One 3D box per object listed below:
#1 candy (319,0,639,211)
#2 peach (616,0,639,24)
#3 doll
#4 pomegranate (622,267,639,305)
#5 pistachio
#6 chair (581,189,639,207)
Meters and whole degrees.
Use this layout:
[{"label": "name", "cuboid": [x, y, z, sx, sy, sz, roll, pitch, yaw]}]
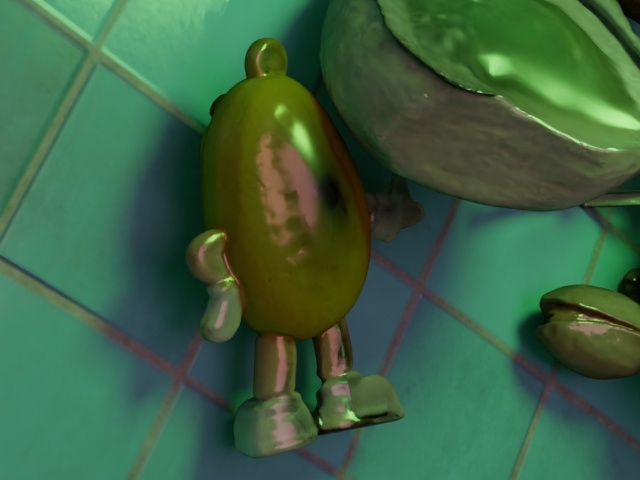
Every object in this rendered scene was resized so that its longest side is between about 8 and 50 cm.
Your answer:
[{"label": "candy", "cuboid": [0.181, -0.200, 1.462, 0.386, 0.186, 0.427, 5, 45, -15]}, {"label": "peach", "cuboid": [0.458, -0.396, 1.730, 0.232, 0.232, 0.257, -10, 94, -36]}, {"label": "doll", "cuboid": [-0.011, 0.033, 1.402, 0.348, 0.161, 0.423, 27, 70, -44]}, {"label": "pomegranate", "cuboid": [0.610, 0.069, 1.719, 0.411, 0.411, 0.412, 3, 84, -35]}, {"label": "pistachio", "cuboid": [0.359, 0.118, 1.673, 0.184, 0.124, 0.124, 16, 77, -31]}, {"label": "chair", "cuboid": [0.385, -0.152, 1.682, 0.274, 0.190, 0.203, 7, 82, -64]}]
